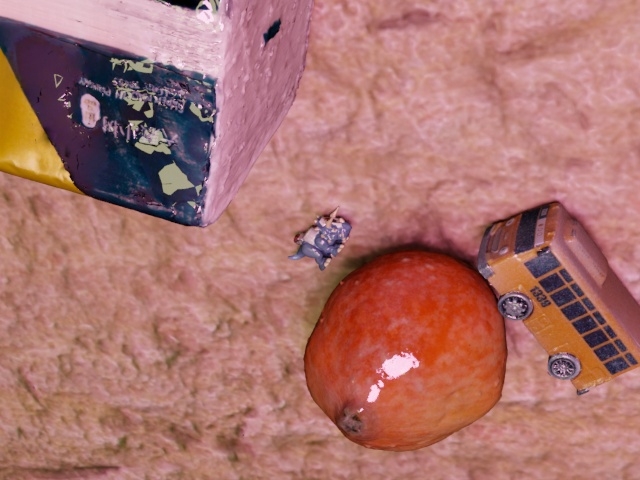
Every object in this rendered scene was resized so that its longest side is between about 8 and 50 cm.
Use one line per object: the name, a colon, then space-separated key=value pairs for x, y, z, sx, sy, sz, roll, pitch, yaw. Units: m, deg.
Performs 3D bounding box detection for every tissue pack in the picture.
tissue pack: x=-0.239 y=-0.212 z=1.072 sx=0.416 sy=0.264 sz=0.253 roll=17 pitch=126 yaw=9

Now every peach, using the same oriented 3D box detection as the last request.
peach: x=0.084 y=0.125 z=1.195 sx=0.232 sy=0.232 sz=0.232 roll=10 pitch=124 yaw=15

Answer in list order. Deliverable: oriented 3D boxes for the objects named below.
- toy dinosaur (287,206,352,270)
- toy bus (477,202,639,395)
toy dinosaur: x=0.000 y=0.000 z=1.264 sx=0.047 sy=0.030 sz=0.083 roll=39 pitch=125 yaw=-6
toy bus: x=0.246 y=0.054 z=1.170 sx=0.103 sy=0.091 sz=0.182 roll=-30 pitch=109 yaw=31
